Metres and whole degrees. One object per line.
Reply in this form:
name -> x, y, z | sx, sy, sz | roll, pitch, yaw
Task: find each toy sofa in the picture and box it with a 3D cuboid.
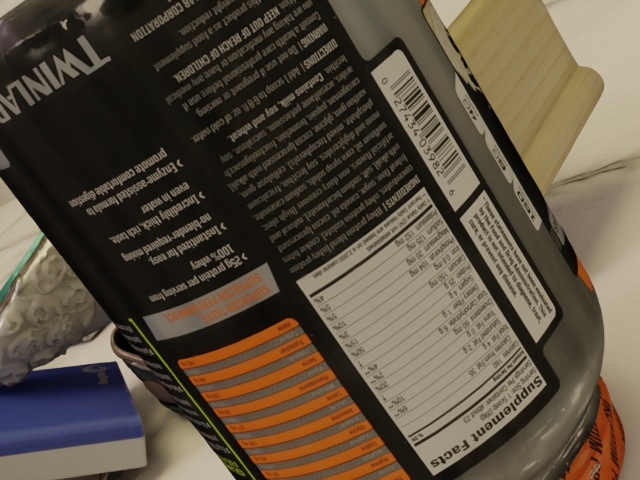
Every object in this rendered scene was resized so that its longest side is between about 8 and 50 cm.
toy sofa -> 0.025, -0.043, 0.733 | 0.362, 0.177, 0.150 | -18, 25, 43

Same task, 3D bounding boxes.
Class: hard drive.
hard drive -> -0.311, 0.152, 0.763 | 0.318, 0.040, 0.210 | -5, 7, -17

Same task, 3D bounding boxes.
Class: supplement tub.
supplement tub -> 0.000, 0.000, 0.442 | 0.193, 0.316, 0.193 | -30, 18, 11

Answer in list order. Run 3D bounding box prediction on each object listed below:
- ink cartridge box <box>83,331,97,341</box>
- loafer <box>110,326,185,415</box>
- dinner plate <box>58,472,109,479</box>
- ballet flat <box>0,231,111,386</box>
ink cartridge box -> -0.253, 0.008, 1.291 | 0.175, 0.069, 0.371 | -17, 23, 43
loafer -> -0.061, 0.077, 0.702 | 0.267, 0.084, 0.096 | -18, 44, 46
dinner plate -> -0.218, 0.214, 0.764 | 0.141, 0.017, 0.141 | -30, 19, 11
ballet flat -> -0.164, -0.036, 0.867 | 0.147, 0.147, 0.409 | -11, 48, 51
